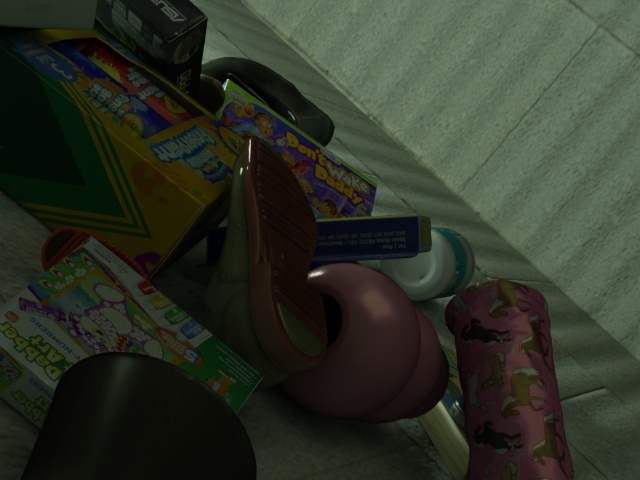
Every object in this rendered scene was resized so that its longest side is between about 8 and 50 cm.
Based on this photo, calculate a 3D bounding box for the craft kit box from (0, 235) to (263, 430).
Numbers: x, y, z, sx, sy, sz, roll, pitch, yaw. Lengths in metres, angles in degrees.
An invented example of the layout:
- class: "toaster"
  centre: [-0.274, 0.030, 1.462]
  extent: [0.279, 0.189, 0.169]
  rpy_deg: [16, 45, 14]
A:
- class: "craft kit box"
  centre: [-0.204, 0.130, 1.294]
  extent: [0.250, 0.061, 0.246]
  rpy_deg: [39, 29, 0]

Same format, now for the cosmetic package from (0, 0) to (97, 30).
- class: "cosmetic package"
  centre: [-0.492, -0.394, 1.689]
  extent: [0.385, 0.156, 0.217]
  rpy_deg: [23, 18, 32]

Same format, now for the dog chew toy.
- class: "dog chew toy"
  centre: [0.070, 0.158, 1.738]
  extent: [0.206, 0.206, 0.332]
  rpy_deg: [49, 9, 35]

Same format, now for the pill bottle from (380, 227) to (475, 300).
- class: "pill bottle"
  centre: [0.227, 0.046, 2.570]
  extent: [0.146, 0.146, 0.264]
  rpy_deg: [43, 14, 16]

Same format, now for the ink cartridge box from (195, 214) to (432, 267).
- class: "ink cartridge box"
  centre: [0.000, 0.000, 1.836]
  extent: [0.304, 0.072, 0.307]
  rpy_deg: [-3, -3, 8]

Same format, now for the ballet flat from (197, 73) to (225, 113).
- class: "ballet flat"
  centre: [-0.240, -0.255, 2.237]
  extent: [0.250, 0.058, 0.084]
  rpy_deg: [-6, -66, 52]

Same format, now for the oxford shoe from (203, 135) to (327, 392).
- class: "oxford shoe"
  centre: [-0.093, 0.022, 1.619]
  extent: [0.140, 0.146, 0.397]
  rpy_deg: [40, 29, -33]

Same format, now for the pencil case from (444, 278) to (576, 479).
- class: "pencil case"
  centre: [0.262, 0.239, 1.742]
  extent: [0.160, 0.167, 0.386]
  rpy_deg: [22, 48, -30]

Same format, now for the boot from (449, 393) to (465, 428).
- class: "boot"
  centre: [0.292, 0.280, 1.900]
  extent: [0.190, 0.086, 0.069]
  rpy_deg: [37, 14, -10]

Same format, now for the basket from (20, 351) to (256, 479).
- class: "basket"
  centre: [-0.165, 0.214, 1.048]
  extent: [0.204, 0.154, 0.227]
  rpy_deg: [36, 18, -4]

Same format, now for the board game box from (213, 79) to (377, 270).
- class: "board game box"
  centre: [-0.069, -0.103, 2.254]
  extent: [0.347, 0.078, 0.233]
  rpy_deg: [34, 38, -18]

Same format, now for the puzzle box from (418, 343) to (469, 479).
- class: "puzzle box"
  centre: [0.256, 0.297, 2.046]
  extent: [0.272, 0.052, 0.409]
  rpy_deg: [31, 16, -31]

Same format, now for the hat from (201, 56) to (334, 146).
- class: "hat"
  centre: [-0.141, -0.224, 2.511]
  extent: [0.331, 0.134, 0.331]
  rpy_deg: [21, 30, -13]

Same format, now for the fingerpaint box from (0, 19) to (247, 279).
- class: "fingerpaint box"
  centre: [-0.295, -0.143, 1.796]
  extent: [0.371, 0.163, 0.445]
  rpy_deg: [39, 14, 0]

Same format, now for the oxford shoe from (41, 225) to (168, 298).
- class: "oxford shoe"
  centre: [-0.212, 0.092, 1.464]
  extent: [0.271, 0.097, 0.098]
  rpy_deg: [45, -4, 1]

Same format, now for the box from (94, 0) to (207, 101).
- class: "box"
  centre: [-0.360, -0.372, 2.120]
  extent: [0.395, 0.318, 0.097]
  rpy_deg: [44, 59, 14]
